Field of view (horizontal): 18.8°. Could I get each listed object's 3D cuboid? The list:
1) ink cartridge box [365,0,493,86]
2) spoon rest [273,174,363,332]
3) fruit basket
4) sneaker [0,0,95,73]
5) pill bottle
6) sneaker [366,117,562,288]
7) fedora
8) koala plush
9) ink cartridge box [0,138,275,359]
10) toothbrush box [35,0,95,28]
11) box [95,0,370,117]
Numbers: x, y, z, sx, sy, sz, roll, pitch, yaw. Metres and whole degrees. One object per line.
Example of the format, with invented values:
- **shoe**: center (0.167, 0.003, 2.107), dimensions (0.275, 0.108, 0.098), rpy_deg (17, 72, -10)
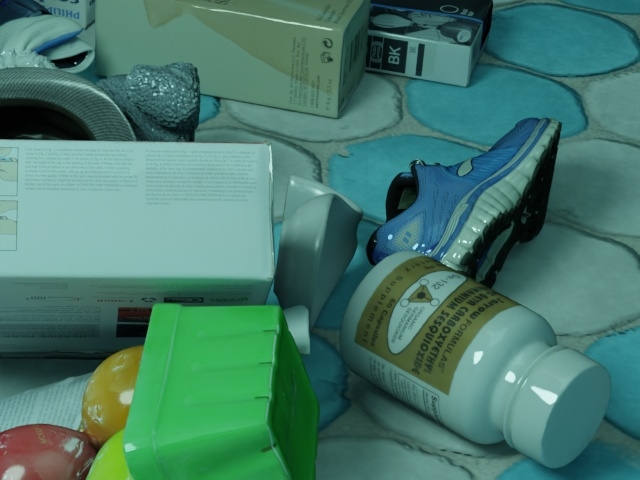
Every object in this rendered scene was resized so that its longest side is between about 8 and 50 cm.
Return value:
- **ink cartridge box**: center (0.044, -0.279, 2.472), dimensions (0.333, 0.065, 0.165), rpy_deg (9, 31, 10)
- **spoon rest**: center (0.000, 0.000, 1.938), dimensions (0.084, 0.137, 0.276), rpy_deg (8, 19, -2)
- **fruit basket**: center (-0.173, 0.192, 1.559), dimensions (0.353, 0.165, 0.327), rpy_deg (-22, 24, 12)
- **sneaker**: center (-0.376, -0.251, 2.323), dimensions (0.236, 0.130, 0.323), rpy_deg (15, 28, 3)
- **pill bottle**: center (0.140, 0.110, 1.748), dimensions (0.229, 0.131, 0.131), rpy_deg (28, 38, 35)
- **sneaker**: center (0.151, -0.052, 2.030), dimensions (0.147, 0.129, 0.330), rpy_deg (20, 34, 20)
- **fedora**: center (-0.282, -0.046, 1.897), dimensions (0.275, 0.243, 0.124), rpy_deg (-17, 0, 13)
- **koala plush**: center (-0.241, -0.107, 2.034), dimensions (0.221, 0.196, 0.203), rpy_deg (1, 19, -6)
- **ink cartridge box**: center (-0.207, 0.015, 1.719), dimensions (0.309, 0.272, 0.130), rpy_deg (1, 71, -7)
- **toothbrush box**: center (-0.368, -0.436, 2.466), dimensions (0.206, 0.283, 0.122), rpy_deg (13, 32, 14)
- **box**: center (-0.106, -0.254, 2.348), dimensions (0.311, 0.121, 0.148), rpy_deg (10, 32, 10)
